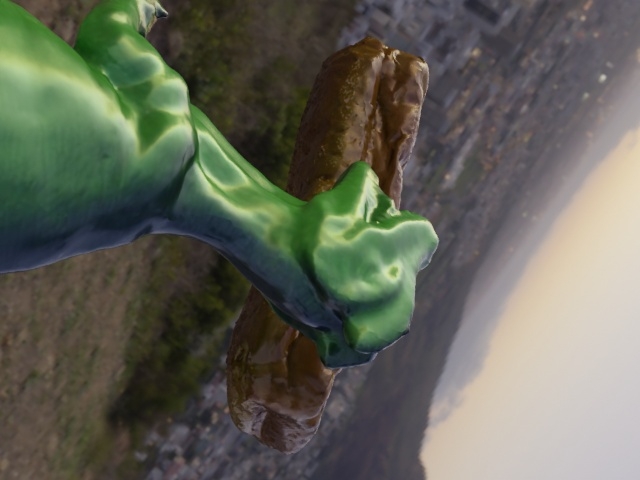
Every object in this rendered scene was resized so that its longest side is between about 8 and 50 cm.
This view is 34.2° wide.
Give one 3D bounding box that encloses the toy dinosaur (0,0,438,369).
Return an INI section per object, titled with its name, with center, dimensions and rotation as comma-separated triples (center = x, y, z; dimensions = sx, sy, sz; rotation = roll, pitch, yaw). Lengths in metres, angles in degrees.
[toy dinosaur]
center = -0.173, 0.007, 0.364
dimensions = 0.144, 0.374, 0.500
rotation = -44, -176, 39

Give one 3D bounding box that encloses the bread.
[bread]
center = 0.002, 0.000, 0.687
dimensions = 0.139, 0.077, 0.271
rotation = 110, -3, -65
